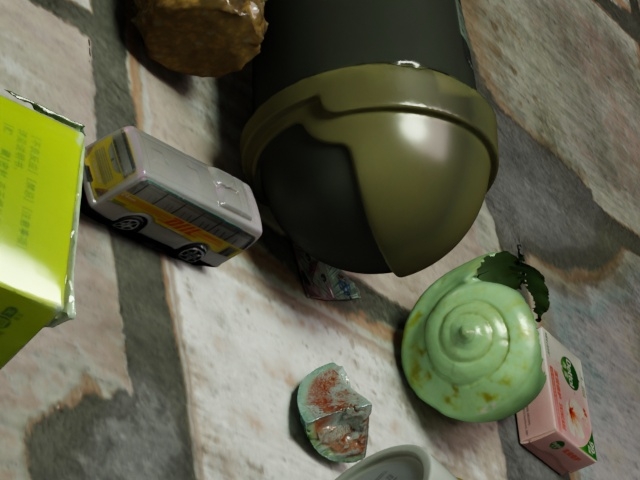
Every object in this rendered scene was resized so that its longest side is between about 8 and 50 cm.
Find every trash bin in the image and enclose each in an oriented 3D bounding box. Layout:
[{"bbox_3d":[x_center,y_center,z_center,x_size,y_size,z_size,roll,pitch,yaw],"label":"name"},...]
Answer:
[{"bbox_3d":[0.035,-0.124,1.627,0.214,0.214,0.333,31,45,-50],"label":"trash bin"}]

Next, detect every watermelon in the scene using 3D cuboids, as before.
[{"bbox_3d":[0.018,0.131,1.556,0.085,0.061,0.085,30,52,-48],"label":"watermelon"}]

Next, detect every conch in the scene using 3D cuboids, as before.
[{"bbox_3d":[0.164,0.087,1.785,0.250,0.137,0.143,-13,78,-64],"label":"conch"}]

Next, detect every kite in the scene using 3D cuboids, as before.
[{"bbox_3d":[-0.001,0.000,1.703,0.137,0.005,0.152,52,28,-27],"label":"kite"}]

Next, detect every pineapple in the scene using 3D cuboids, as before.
[{"bbox_3d":[-0.106,-0.242,1.612,0.111,0.119,0.237,2,49,-12],"label":"pineapple"}]

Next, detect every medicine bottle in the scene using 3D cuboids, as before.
[{"bbox_3d":[-0.259,-0.025,1.008,0.250,0.137,0.141,26,41,-26],"label":"medicine bottle"}]

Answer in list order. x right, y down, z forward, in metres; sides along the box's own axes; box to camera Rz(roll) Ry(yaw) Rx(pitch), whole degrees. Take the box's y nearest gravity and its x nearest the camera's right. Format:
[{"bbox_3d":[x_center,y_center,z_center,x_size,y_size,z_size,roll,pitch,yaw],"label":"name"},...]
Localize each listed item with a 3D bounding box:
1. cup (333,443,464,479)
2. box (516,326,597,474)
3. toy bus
[{"bbox_3d":[0.076,0.296,1.431,0.226,0.185,0.241,50,60,-18],"label":"cup"},{"bbox_3d":[0.232,0.161,1.957,0.089,0.043,0.125,38,37,-44],"label":"box"},{"bbox_3d":[-0.111,-0.030,1.444,0.172,0.072,0.057,26,42,-54],"label":"toy bus"}]
